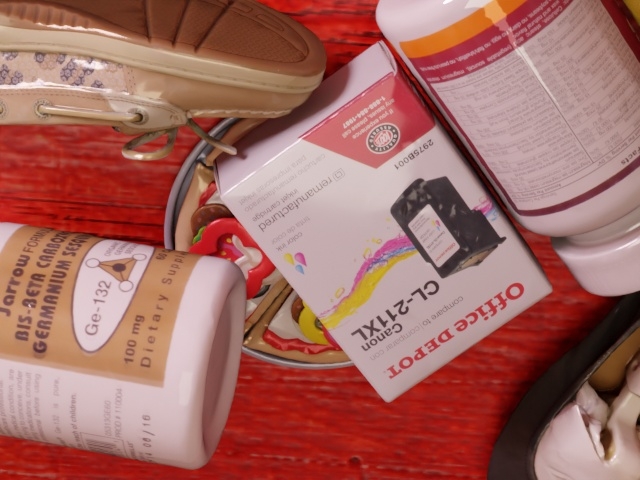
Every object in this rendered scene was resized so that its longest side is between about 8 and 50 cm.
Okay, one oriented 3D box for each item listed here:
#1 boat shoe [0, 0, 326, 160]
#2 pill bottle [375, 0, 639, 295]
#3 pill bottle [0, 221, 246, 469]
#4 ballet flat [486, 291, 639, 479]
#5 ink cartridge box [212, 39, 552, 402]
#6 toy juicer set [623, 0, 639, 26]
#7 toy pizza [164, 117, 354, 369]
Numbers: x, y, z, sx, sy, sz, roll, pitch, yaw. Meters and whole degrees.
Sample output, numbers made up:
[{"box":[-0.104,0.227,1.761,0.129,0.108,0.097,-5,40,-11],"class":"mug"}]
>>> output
[{"box":[-0.139,-0.103,0.876,0.285,0.104,0.089,9,120,5],"class":"boat shoe"},{"box":[0.139,-0.080,0.878,0.121,0.121,0.221,-33,113,13],"class":"pill bottle"},{"box":[-0.170,0.058,0.919,0.229,0.131,0.131,9,115,7],"class":"pill bottle"},{"box":[0.202,0.100,0.980,0.095,0.096,0.280,27,112,-15],"class":"ballet flat"},{"box":[0.039,-0.010,0.899,0.127,0.072,0.175,-36,112,7],"class":"ink cartridge box"},{"box":[0.293,-0.034,0.857,0.089,0.209,0.329,-32,112,17],"class":"toy juicer set"},{"box":[0.000,0.000,0.960,0.201,0.032,0.201,-1,115,-2],"class":"toy pizza"}]
